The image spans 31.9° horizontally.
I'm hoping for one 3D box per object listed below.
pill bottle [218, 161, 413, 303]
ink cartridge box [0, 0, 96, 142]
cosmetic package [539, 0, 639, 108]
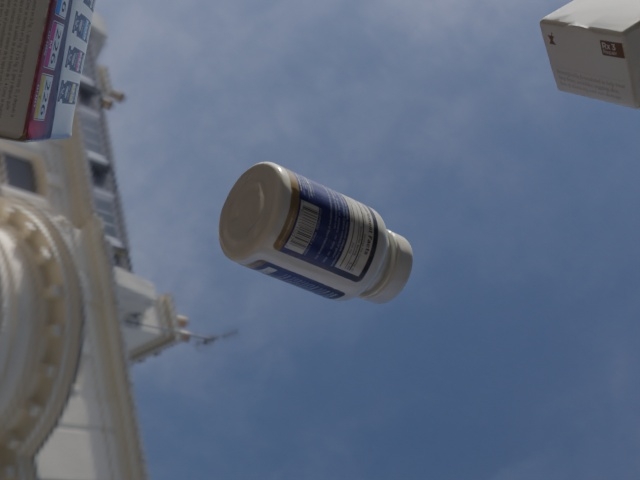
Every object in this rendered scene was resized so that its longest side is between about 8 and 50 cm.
[{"bbox_3d":[0.000,0.000,0.721,0.067,0.120,0.067,-30,-132,41],"label":"pill bottle"},{"bbox_3d":[-0.225,-0.237,0.828,0.130,0.272,0.309,12,-85,-6],"label":"ink cartridge box"},{"bbox_3d":[0.340,-0.219,1.081,0.231,0.085,0.117,-32,-151,-17],"label":"cosmetic package"}]
